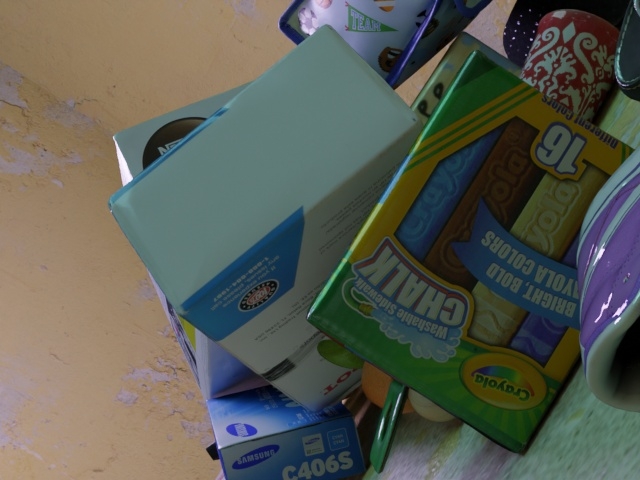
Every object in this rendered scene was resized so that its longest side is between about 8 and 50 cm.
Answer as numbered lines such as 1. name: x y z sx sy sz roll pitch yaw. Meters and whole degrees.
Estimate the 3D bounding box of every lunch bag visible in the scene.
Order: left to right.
1. lunch bag: 0.166 -0.422 1.640 0.328 0.239 0.385 -47 -6 -38

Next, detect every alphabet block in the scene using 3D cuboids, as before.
1. alphabet block: 0.219 -0.161 1.666 0.197 0.192 0.193 -58 -1 4

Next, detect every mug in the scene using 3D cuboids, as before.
1. mug: 0.287 -0.157 1.356 0.113 0.150 0.169 3 57 47

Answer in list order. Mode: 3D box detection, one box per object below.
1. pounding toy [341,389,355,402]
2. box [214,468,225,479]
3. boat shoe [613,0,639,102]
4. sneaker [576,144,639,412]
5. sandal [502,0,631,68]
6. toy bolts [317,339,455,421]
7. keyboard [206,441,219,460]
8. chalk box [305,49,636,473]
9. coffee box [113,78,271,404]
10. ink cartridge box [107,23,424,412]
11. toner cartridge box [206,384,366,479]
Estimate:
1. pounding toy: 0.035 0.224 1.951 0.236 0.110 0.183 -28 -10 3
2. box: -0.099 0.383 1.655 0.149 0.126 0.232 -56 0 5
3. boat shoe: 0.311 -0.240 0.903 0.335 0.095 0.112 125 146 -46
4. sneaker: 0.204 -0.032 0.533 0.161 0.102 0.282 -63 -6 -53
5. sandal: 0.370 -0.351 1.650 0.107 0.168 0.446 -30 -7 -12
6. toy bolts: 0.144 0.059 1.100 0.218 0.158 0.229 7 -67 -45
7. keyboard: -0.048 0.256 1.806 0.317 0.033 0.201 -37 -22 18
8. chalk box: 0.101 0.037 0.873 0.289 0.179 0.180 -57 0 -4
9. coffee box: -0.075 -0.006 1.688 0.337 0.334 0.338 -22 -22 -13
10. ink cartridge box: 0.000 0.000 1.251 0.285 0.166 0.395 -39 -29 0
11. toner cartridge box: -0.055 0.250 1.507 0.165 0.075 0.348 -14 3 -8
